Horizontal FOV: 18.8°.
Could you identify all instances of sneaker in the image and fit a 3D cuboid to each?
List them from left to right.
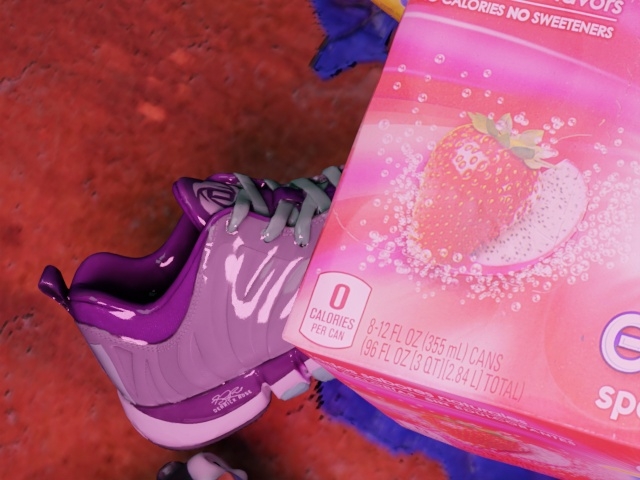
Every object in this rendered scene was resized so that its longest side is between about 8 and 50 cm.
[{"bbox_3d":[0.000,0.000,0.771,0.224,0.098,0.083,-30,31,10],"label":"sneaker"}]

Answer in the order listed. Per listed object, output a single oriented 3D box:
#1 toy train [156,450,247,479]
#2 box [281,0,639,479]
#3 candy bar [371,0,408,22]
[{"bbox_3d":[-0.080,0.163,0.786,0.184,0.080,0.105,-44,47,6],"label":"toy train"},{"bbox_3d":[0.163,0.019,0.626,0.300,0.142,0.154,16,79,23],"label":"box"},{"bbox_3d":[0.057,-0.098,0.845,0.040,0.018,0.161,-51,55,4],"label":"candy bar"}]
